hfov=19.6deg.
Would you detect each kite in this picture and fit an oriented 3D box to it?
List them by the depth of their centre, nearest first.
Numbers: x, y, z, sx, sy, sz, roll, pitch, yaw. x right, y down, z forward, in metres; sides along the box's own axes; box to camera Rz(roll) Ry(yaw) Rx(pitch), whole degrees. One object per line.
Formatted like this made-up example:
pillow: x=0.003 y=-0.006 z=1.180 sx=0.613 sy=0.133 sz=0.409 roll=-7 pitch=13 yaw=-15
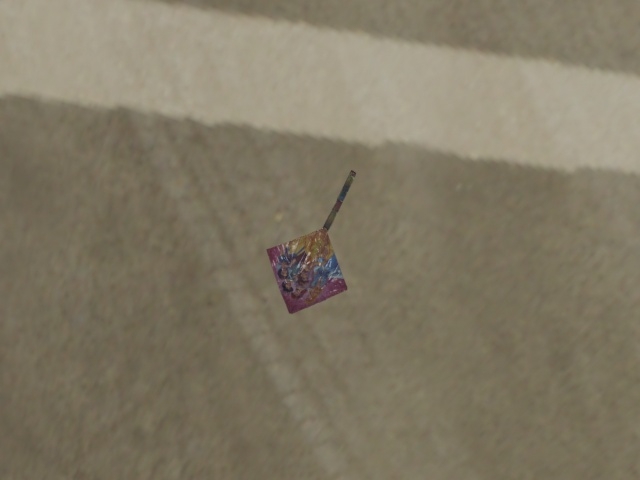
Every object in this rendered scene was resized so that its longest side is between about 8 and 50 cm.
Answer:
kite: x=0.004 y=0.004 z=0.949 sx=0.078 sy=0.002 sz=0.044 roll=-43 pitch=101 yaw=-20
